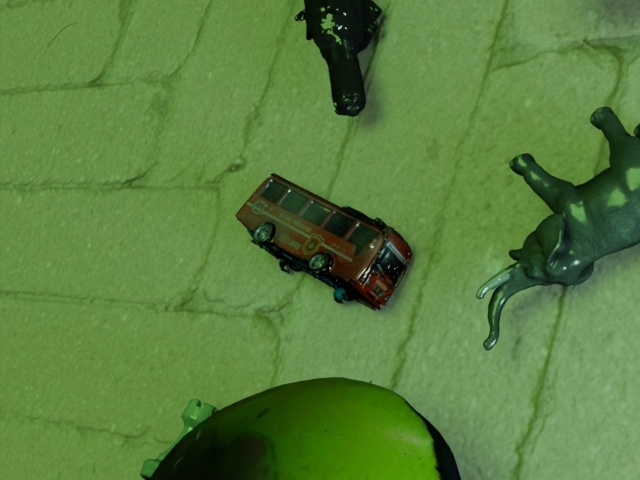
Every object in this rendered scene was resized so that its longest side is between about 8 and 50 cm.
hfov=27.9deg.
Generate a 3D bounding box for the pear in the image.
[{"bbox_3d":[-0.061,0.282,1.172,0.399,0.165,0.399,-40,34,35],"label":"pear"}]

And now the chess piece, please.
[{"bbox_3d":[-0.149,0.230,1.434,0.067,0.067,0.103,9,63,43],"label":"chess piece"}]

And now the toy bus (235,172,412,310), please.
[{"bbox_3d":[0.000,0.000,1.431,0.235,0.073,0.096,26,77,46],"label":"toy bus"}]

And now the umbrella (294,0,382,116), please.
[{"bbox_3d":[0.015,-0.292,1.559,0.118,0.118,0.340,-26,52,27],"label":"umbrella"}]

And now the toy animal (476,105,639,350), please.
[{"bbox_3d":[0.236,-0.023,1.232,0.269,0.082,0.137,-40,46,15],"label":"toy animal"}]
